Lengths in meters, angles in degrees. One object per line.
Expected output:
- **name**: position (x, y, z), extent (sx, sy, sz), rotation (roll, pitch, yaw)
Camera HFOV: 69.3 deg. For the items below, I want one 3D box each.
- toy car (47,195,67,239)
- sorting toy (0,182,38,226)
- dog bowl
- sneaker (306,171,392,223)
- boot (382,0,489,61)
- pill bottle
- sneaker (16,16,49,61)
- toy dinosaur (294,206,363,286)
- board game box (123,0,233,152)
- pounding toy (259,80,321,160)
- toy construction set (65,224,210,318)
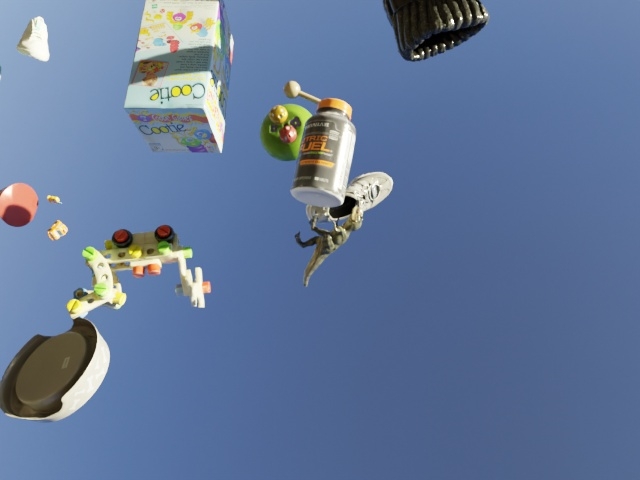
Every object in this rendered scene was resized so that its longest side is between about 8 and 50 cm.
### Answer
- **toy car**: position (-0.760, -0.063, 1.327), extent (0.040, 0.122, 0.060), rotation (3, -152, 12)
- **sorting toy**: position (-0.919, -0.126, 1.175), extent (0.126, 0.365, 0.127), rotation (10, -96, 19)
- **dog bowl**: position (-0.850, 0.423, 1.504), extent (0.348, 0.102, 0.349), rotation (-12, -134, 13)
- **sneaker**: position (0.103, -0.112, 1.335), extent (0.281, 0.105, 0.115), rotation (-28, -160, -18)
- **boot**: position (0.258, -0.514, 0.844), extent (0.348, 0.131, 0.260), rotation (-29, -104, 20)
- **pill bottle**: position (0.013, -0.213, 1.115), extent (0.130, 0.130, 0.246), rotation (3, -105, 28)
- **sneaker**: position (-0.834, -0.598, 1.354), extent (0.094, 0.080, 0.212), rotation (-59, -136, 23)
- **toy dinosaur**: position (0.000, 0.000, 1.242), extent (0.268, 0.118, 0.064), rotation (-49, -168, 14)
- **board game box**: position (-0.260, -0.323, 0.891), extent (0.144, 0.142, 0.275), rotation (1, -112, 1)
- **pounding toy**: position (-0.093, -0.366, 1.407), extent (0.183, 0.110, 0.237), rotation (31, -91, 9)
- **toy construction set**: position (-0.437, 0.081, 1.142), extent (0.327, 0.151, 0.215), rotation (1, -119, -21)
